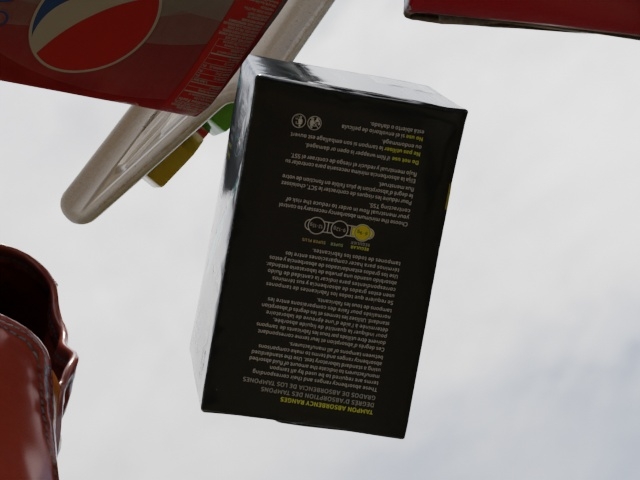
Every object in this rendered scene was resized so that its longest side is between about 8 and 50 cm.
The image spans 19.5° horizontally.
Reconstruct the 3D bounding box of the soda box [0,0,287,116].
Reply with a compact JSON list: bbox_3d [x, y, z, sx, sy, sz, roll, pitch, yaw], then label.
[{"bbox_3d":[-0.142,-0.124,0.759,0.263,0.092,0.083,9,-54,-45],"label":"soda box"}]

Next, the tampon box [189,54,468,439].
[{"bbox_3d":[0.000,0.000,0.909,0.101,0.120,0.161,9,-80,-8],"label":"tampon box"}]

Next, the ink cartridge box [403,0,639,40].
[{"bbox_3d":[0.116,-0.236,0.773,0.130,0.272,0.309,6,-36,-1],"label":"ink cartridge box"}]

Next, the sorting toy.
[{"bbox_3d":[-0.057,-0.103,1.151,0.208,0.038,0.193,-29,22,47],"label":"sorting toy"}]

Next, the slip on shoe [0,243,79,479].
[{"bbox_3d":[-0.140,0.075,0.650,0.123,0.331,0.101,12,-77,-6],"label":"slip on shoe"}]
